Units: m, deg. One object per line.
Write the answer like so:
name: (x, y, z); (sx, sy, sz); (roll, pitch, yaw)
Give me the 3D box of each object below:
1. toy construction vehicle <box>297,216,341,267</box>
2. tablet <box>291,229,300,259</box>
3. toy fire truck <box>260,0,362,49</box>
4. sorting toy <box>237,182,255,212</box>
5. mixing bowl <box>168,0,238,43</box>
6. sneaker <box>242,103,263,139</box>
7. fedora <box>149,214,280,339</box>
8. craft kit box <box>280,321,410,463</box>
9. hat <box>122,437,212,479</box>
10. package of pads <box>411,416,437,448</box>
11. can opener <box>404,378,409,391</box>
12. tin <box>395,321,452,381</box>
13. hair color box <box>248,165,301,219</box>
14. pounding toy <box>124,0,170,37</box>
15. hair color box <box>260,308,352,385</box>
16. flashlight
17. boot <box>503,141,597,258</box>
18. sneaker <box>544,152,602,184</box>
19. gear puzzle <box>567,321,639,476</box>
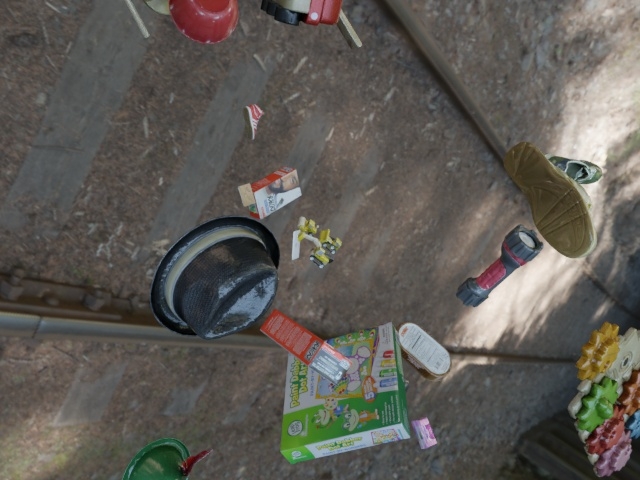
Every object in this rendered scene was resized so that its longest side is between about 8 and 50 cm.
toy construction vehicle: (0.000, 0.000, 1.029); (0.098, 0.035, 0.086); (42, 34, -22)
tablet: (-0.070, 0.012, 1.642); (0.054, 0.006, 0.083); (-17, 111, -71)
toy fire truck: (0.005, -0.524, 1.281); (0.246, 0.217, 0.158); (4, 117, -22)
sorting toy: (-0.199, -0.111, 1.547); (0.062, 0.012, 0.083); (-30, 107, -60)
mixing bowl: (-0.283, -0.600, 1.426); (0.181, 0.098, 0.181); (0, 91, -23)
sneaker: (-0.224, -0.403, 1.918); (0.067, 0.042, 0.118); (-35, 134, -41)
fedora: (-0.213, 0.111, 1.295); (0.334, 0.152, 0.334); (-17, 125, -27)
craft kit box: (0.046, 0.302, 1.146); (0.247, 0.250, 0.061); (-21, 125, 17)
hat: (-0.312, 0.539, 1.221); (0.173, 0.184, 0.208); (-41, 128, -32)
package of pads: (0.301, 0.557, 1.644); (0.050, 0.083, 0.032); (-2, 153, -42)
can opener: (0.182, 0.434, 1.544); (0.093, 0.074, 0.280); (-63, 167, 8)
tin: (0.280, 0.303, 1.561); (0.106, 0.190, 0.040); (-45, 174, -43)
hair color box: (-0.140, -0.143, 1.682); (0.167, 0.053, 0.093); (-36, 129, -33)
pounding toy: (-0.449, -0.682, 1.491); (0.237, 0.110, 0.183); (-50, 146, -18)
hair color box: (-0.024, 0.156, 0.843); (0.072, 0.141, 0.043); (43, 79, -36)
flashlight: (0.512, 0.084, 1.659); (0.103, 0.103, 0.304); (-38, 168, -48)
boot: (0.474, -0.057, 1.095); (0.203, 0.262, 0.095); (22, 125, -42)
sneaker: (0.641, -0.166, 1.406); (0.192, 0.086, 0.064); (9, 112, -23)
gear puzzle: (0.439, 0.224, 0.824); (0.175, 0.044, 0.339); (-45, 128, -12)
